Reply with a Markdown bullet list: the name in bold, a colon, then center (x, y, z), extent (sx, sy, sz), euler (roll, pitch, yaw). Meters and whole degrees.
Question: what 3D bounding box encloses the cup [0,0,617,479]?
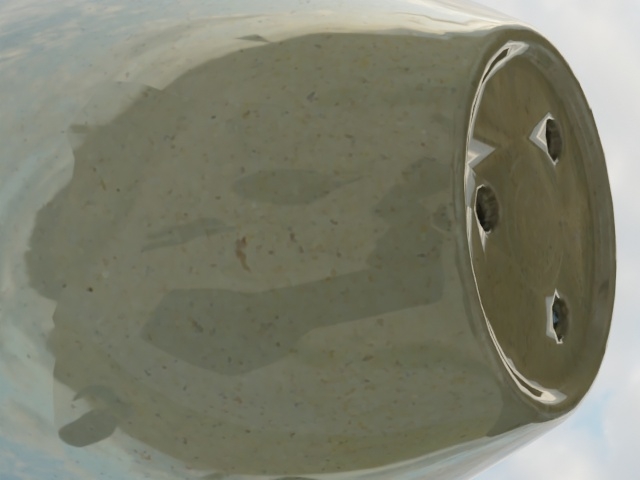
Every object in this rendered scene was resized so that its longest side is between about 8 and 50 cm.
- **cup**: center (0.000, 0.000, 0.485), extent (0.331, 0.237, 0.331), euler (12, -105, -53)
